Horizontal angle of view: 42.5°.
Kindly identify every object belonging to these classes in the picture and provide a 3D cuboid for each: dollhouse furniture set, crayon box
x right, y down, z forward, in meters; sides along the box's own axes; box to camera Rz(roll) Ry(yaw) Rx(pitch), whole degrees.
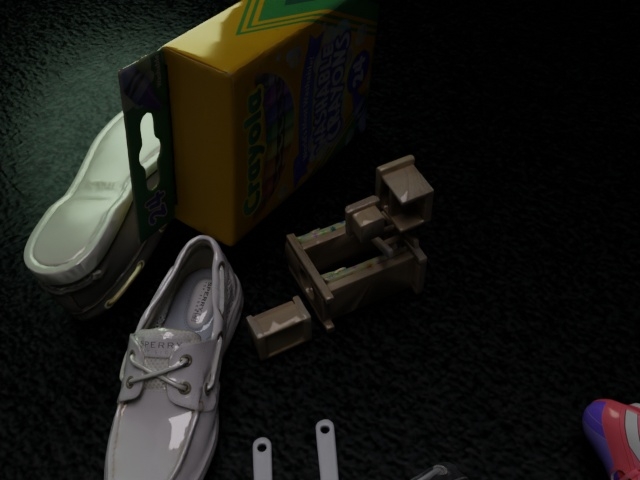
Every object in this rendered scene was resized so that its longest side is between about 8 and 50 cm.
[{"bbox_3d":[0.000,0.000,0.784,0.182,0.160,0.101,-21,53,-16],"label":"dollhouse furniture set"},{"bbox_3d":[-0.056,-0.138,0.841,0.083,0.203,0.323,26,46,22],"label":"crayon box"}]

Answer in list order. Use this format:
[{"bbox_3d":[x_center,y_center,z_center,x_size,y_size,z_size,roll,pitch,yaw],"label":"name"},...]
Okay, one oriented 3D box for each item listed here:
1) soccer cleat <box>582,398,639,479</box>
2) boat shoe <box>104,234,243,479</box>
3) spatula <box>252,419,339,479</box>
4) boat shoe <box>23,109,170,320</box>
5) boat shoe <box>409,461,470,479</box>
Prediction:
[{"bbox_3d":[0.287,0.229,0.639,0.095,0.083,0.248,-32,59,-17],"label":"soccer cleat"},{"bbox_3d":[-0.137,0.111,0.735,0.098,0.096,0.277,1,48,8],"label":"boat shoe"},{"bbox_3d":[-0.048,0.258,0.665,0.168,0.019,0.242,-6,50,-1],"label":"spatula"},{"bbox_3d":[-0.200,-0.052,0.883,0.109,0.091,0.305,7,49,23],"label":"boat shoe"},{"bbox_3d":[0.005,0.249,0.594,0.306,0.113,0.105,-22,50,-26],"label":"boat shoe"}]
